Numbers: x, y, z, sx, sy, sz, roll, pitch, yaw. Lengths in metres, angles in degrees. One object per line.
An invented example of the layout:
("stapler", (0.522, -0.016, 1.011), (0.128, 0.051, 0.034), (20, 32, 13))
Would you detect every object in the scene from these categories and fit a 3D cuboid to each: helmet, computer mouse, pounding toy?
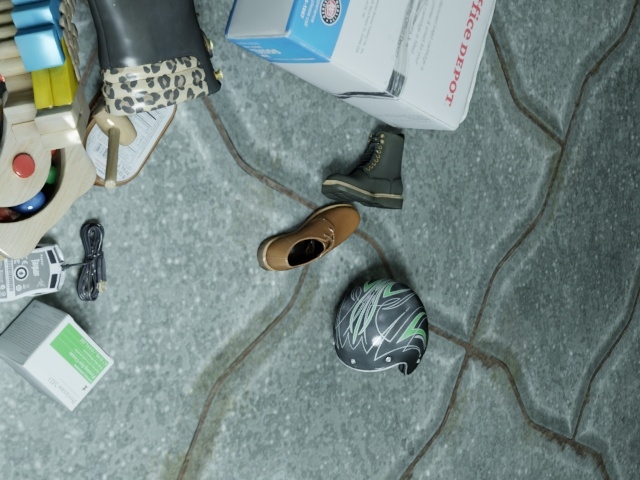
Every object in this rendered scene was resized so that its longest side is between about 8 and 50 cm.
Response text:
("helmet", (0.101, 0.147, 1.568), (0.161, 0.169, 0.169), (39, 70, -56))
("computer mouse", (-0.368, 0.035, 1.201), (0.193, 0.042, 0.106), (-5, 96, -44))
("pounding toy", (-0.342, -0.100, 1.106), (0.154, 0.155, 0.269), (51, 55, -26))

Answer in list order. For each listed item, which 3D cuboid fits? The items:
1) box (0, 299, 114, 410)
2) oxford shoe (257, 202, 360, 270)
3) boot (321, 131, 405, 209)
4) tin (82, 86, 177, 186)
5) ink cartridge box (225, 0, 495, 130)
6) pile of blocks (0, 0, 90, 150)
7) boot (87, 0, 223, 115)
("box", (-0.346, 0.147, 1.198), (0.087, 0.102, 0.101), (-51, 128, -22))
("oxford shoe", (0.000, 0.000, 1.510), (0.212, 0.076, 0.076), (-31, 115, -37))
("boot", (0.074, -0.130, 1.567), (0.198, 0.077, 0.137), (9, 86, -56))
("tin", (-0.266, -0.159, 1.267), (0.106, 0.040, 0.190), (44, 68, -42))
("ink cartridge box", (0.080, -0.371, 1.458), (0.395, 0.166, 0.285), (21, 83, -41))
("pile of blocks", (-0.347, -0.270, 1.045), (0.149, 0.112, 0.362), (77, 2, -71))
("boot", (-0.189, -0.335, 1.200), (0.377, 0.138, 0.284), (-43, 129, -59))
